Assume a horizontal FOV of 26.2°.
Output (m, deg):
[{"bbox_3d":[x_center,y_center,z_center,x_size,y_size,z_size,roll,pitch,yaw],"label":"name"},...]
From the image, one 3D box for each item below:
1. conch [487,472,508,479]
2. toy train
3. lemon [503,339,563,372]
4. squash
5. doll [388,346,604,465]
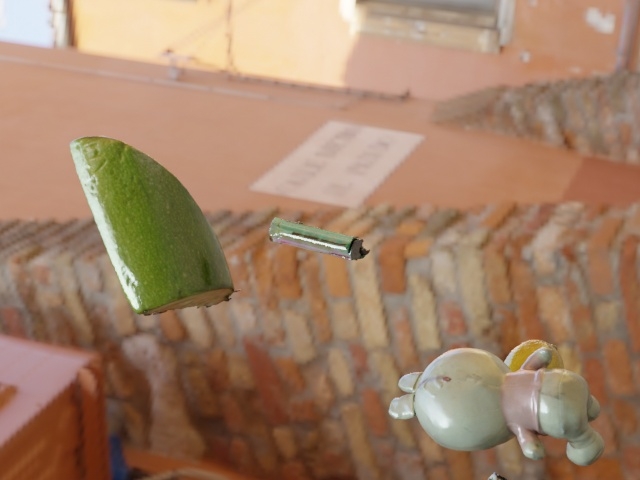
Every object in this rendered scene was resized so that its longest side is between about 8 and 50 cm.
[{"bbox_3d":[0.304,0.444,1.884,0.137,0.234,0.114,-60,-8,-32],"label":"conch"},{"bbox_3d":[0.000,0.000,1.995,0.071,0.148,0.038,6,-83,-65],"label":"toy train"},{"bbox_3d":[0.288,0.179,1.867,0.111,0.082,0.082,-52,-29,-29],"label":"lemon"},{"bbox_3d":[-0.236,-0.039,2.091,0.203,0.111,0.289,-6,-109,-53],"label":"squash"},{"bbox_3d":[0.224,0.199,1.727,0.113,0.275,0.155,80,-158,-56],"label":"doll"}]
